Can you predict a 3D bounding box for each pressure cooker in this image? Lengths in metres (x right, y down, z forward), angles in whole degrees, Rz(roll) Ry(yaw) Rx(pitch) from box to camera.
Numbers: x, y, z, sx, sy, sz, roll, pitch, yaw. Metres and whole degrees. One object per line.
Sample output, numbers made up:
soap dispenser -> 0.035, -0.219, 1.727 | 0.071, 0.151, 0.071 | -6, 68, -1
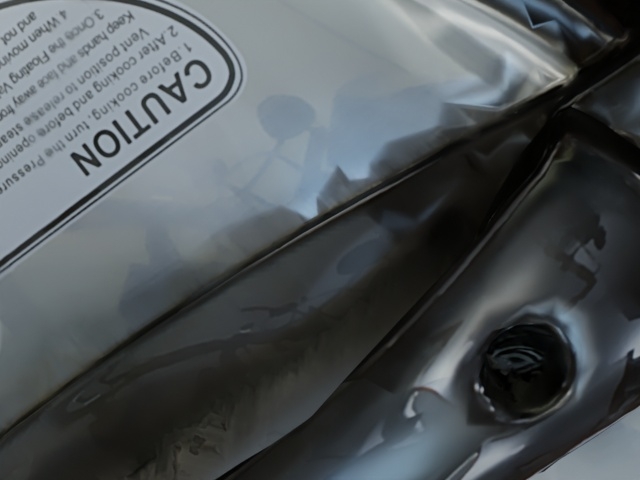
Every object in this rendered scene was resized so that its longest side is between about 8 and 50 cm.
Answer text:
pressure cooker -> 0.005, 0.004, 0.573 | 0.420, 0.375, 0.370 | -67, -13, -61
